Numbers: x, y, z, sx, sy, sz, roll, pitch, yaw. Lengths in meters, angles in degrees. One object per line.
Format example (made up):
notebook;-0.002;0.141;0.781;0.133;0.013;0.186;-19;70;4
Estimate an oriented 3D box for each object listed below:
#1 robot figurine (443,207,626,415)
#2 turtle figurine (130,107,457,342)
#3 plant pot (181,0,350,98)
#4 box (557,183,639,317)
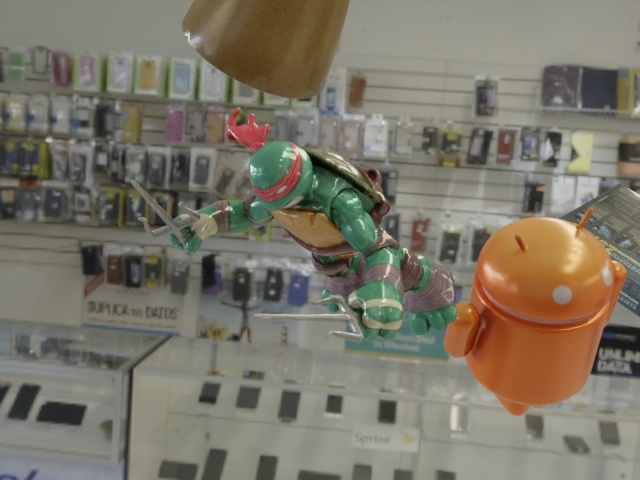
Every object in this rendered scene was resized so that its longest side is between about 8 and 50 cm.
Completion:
robot figurine;0.206;0.071;0.709;0.158;0.219;0.128;10;38;14
turtle figurine;0.000;0.000;0.490;0.175;0.118;0.234;29;-4;37
plant pot;-0.049;-0.381;1.076;0.237;0.254;0.237;21;34;-15
box;0.480;0.022;1.092;0.183;0.059;0.233;-25;48;-31
